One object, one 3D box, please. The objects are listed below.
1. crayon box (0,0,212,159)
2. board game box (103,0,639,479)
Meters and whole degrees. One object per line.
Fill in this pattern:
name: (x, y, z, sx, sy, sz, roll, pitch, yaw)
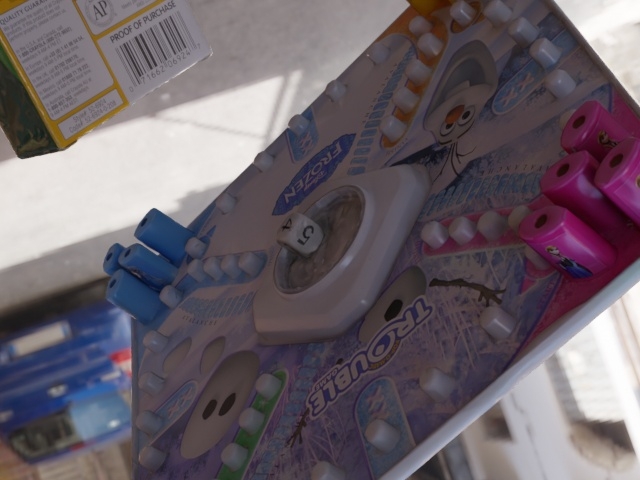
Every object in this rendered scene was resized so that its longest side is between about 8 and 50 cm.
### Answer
crayon box: (-0.254, -0.263, 1.084, 0.083, 0.323, 0.203, -5, -152, 47)
board game box: (0.000, 0.000, 0.740, 0.390, 0.050, 0.390, -43, -152, 17)
